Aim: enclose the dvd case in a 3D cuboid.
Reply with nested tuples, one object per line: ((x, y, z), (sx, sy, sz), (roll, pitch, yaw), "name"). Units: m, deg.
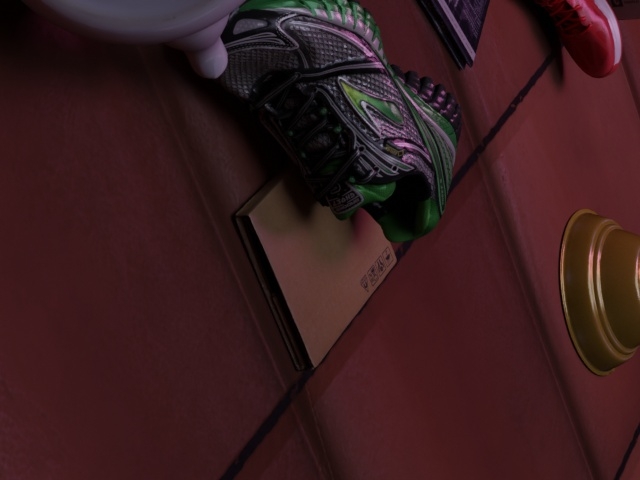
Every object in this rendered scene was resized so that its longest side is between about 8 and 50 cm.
((0.154, -0.329, 1.813), (0.164, 0.018, 0.221), (53, 41, -39), "dvd case")

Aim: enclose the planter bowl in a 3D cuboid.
((0.391, 0.061, 2.026), (0.217, 0.090, 0.217), (19, 67, -54), "planter bowl")

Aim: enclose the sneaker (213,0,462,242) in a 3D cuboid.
((0.018, -0.109, 1.406), (0.343, 0.134, 0.146), (30, 52, -43), "sneaker")

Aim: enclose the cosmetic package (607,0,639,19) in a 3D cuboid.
((0.382, -0.533, 2.029), (0.230, 0.161, 0.453), (-49, 128, -38), "cosmetic package")

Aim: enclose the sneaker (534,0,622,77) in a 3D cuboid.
((0.292, -0.293, 1.983), (0.128, 0.087, 0.221), (-32, 98, -47), "sneaker")

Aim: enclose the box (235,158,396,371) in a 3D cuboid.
((0.000, 0.000, 1.485), (0.201, 0.021, 0.164), (-49, 123, -50), "box")

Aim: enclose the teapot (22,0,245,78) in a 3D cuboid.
((-0.143, -0.272, 1.174), (0.187, 0.252, 0.256), (-120, -130, -75), "teapot")
